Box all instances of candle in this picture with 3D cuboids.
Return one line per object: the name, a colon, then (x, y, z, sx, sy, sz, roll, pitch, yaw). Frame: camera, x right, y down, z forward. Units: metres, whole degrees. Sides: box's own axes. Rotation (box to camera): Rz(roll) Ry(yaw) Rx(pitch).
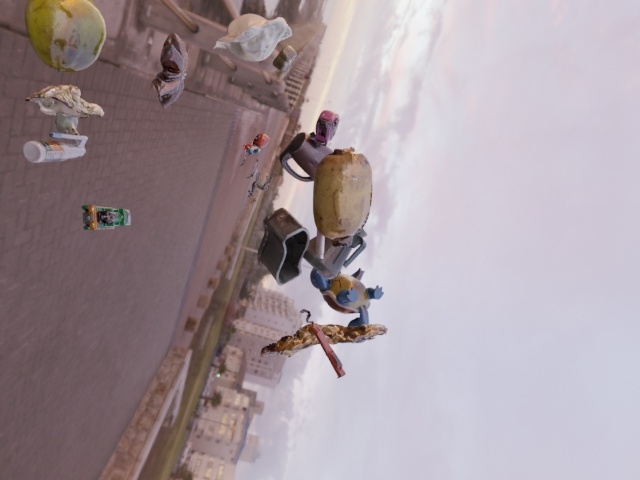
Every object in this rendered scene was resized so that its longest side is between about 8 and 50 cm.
candle: (0.007, 0.215, 0.918, 0.021, 0.167, 0.026, -32, -177, -43)

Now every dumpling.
dumpling: (-0.186, -0.567, 1.200, 0.151, 0.229, 0.124, -148, -141, -74)

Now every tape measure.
tape measure: (0.027, -0.436, 1.673, 0.125, 0.075, 0.118, 101, 15, -45)

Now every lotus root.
lotus root: (0.058, -0.110, 1.171, 0.146, 0.160, 0.283, -101, -170, -69)

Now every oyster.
oyster: (-0.746, -0.408, 1.280, 0.164, 0.191, 0.081, -7, -109, 42)
oyster: (0.014, 0.253, 1.131, 0.129, 0.346, 0.078, 144, -61, -73)

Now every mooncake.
mooncake: (-0.142, -0.311, 1.074, 0.150, 0.057, 0.346, -48, 169, -33)

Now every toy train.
toy train: (-0.787, -0.085, 1.598, 0.228, 0.137, 0.091, -170, -104, -82)

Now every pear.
pear: (-0.925, -0.772, 1.572, 0.269, 0.270, 0.320, -173, -88, -82)

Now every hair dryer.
hair dryer: (-1.016, -0.495, 1.768, 0.089, 0.225, 0.218, -20, 136, -41)

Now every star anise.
star anise: (-0.645, -0.728, 1.874, 0.315, 0.109, 0.314, -163, -90, -82)

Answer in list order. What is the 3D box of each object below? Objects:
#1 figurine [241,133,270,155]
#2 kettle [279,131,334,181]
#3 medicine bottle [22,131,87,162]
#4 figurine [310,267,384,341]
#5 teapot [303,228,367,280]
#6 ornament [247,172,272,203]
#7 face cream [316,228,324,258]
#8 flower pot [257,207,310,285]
figurine: (-0.317, -0.482, 2.172, 0.140, 0.075, 0.068, -30, -160, 11)
kettle: (-0.040, -0.330, 1.783, 0.202, 0.232, 0.143, -34, -141, 27)
medicine bottle: (-0.775, -0.278, 1.286, 0.092, 0.061, 0.220, -56, -175, 12)
figurine: (0.121, 0.230, 1.905, 0.416, 0.298, 0.242, 55, -45, 31)
teapot: (0.058, 0.022, 1.554, 0.225, 0.171, 0.203, -47, -139, -3)
ornament: (-0.239, -0.201, 1.682, 0.028, 0.074, 0.125, 0, -110, 70)
face cream: (0.000, 0.000, 1.321, 0.038, 0.020, 0.114, 19, -67, 42)
flower pot: (-0.111, 0.020, 1.266, 0.103, 0.108, 0.229, -24, 144, -34)
